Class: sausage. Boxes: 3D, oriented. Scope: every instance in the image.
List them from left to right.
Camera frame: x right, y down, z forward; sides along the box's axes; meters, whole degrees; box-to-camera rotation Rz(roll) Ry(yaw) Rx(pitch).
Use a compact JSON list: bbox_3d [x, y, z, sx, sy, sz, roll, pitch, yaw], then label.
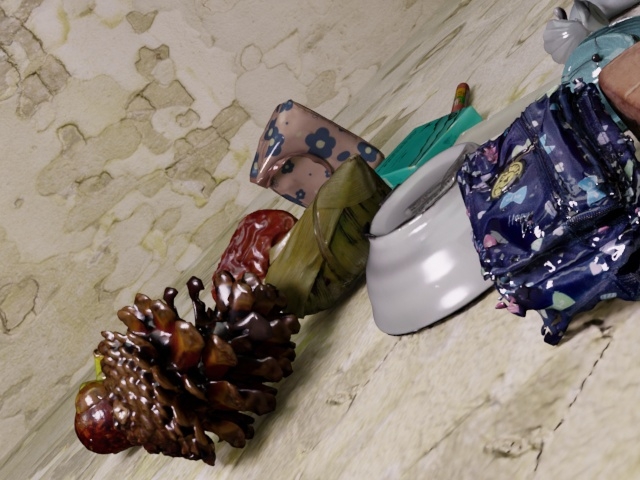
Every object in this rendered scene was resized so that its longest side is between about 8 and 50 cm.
[{"bbox_3d":[0.281,-0.277,1.481,0.029,0.029,0.223,-37,14,29],"label":"sausage"}]

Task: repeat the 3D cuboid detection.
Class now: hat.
[{"bbox_3d":[0.327,-0.189,0.843,0.191,0.078,0.138,-27,52,50],"label":"hat"}]

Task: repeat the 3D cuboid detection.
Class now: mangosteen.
[{"bbox_3d":[-0.387,0.299,1.338,0.146,0.181,0.156,-43,-7,0],"label":"mangosteen"}]

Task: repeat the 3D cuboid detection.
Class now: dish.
[{"bbox_3d":[0.149,-0.032,0.904,0.316,0.106,0.316,-41,12,11],"label":"dish"}]

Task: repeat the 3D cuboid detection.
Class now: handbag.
[{"bbox_3d":[-0.015,-0.157,1.550,0.193,0.252,0.190,-61,12,2],"label":"handbag"},{"bbox_3d":[0.209,-0.039,0.655,0.162,0.113,0.260,-37,27,26],"label":"handbag"}]

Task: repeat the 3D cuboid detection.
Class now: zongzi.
[{"bbox_3d":[0.000,0.000,1.039,0.251,0.125,0.274,-47,-16,4],"label":"zongzi"}]

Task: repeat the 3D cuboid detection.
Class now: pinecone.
[{"bbox_3d":[-0.149,0.149,0.971,0.292,0.246,0.246,-40,7,-39],"label":"pinecone"}]

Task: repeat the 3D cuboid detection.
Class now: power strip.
[{"bbox_3d":[0.303,-0.175,1.036,0.367,0.043,0.106,-28,20,51],"label":"power strip"}]

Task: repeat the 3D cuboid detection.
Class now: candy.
[{"bbox_3d":[0.484,-0.411,1.175,0.138,0.071,0.174,-51,14,-31],"label":"candy"}]

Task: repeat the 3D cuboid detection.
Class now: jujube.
[{"bbox_3d":[-0.119,0.045,1.435,0.155,0.155,0.230,-23,34,60],"label":"jujube"}]

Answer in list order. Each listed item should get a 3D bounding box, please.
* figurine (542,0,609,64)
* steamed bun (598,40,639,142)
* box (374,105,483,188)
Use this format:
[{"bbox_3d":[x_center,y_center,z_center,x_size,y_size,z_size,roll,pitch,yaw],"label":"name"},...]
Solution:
[{"bbox_3d":[0.390,-0.321,1.139,0.086,0.094,0.082,-41,-1,43],"label":"figurine"},{"bbox_3d":[0.341,-0.130,0.643,0.145,0.106,0.175,-34,28,15],"label":"steamed bun"},{"bbox_3d":[0.187,-0.166,1.382,0.161,0.042,0.226,-48,13,-15],"label":"box"}]
